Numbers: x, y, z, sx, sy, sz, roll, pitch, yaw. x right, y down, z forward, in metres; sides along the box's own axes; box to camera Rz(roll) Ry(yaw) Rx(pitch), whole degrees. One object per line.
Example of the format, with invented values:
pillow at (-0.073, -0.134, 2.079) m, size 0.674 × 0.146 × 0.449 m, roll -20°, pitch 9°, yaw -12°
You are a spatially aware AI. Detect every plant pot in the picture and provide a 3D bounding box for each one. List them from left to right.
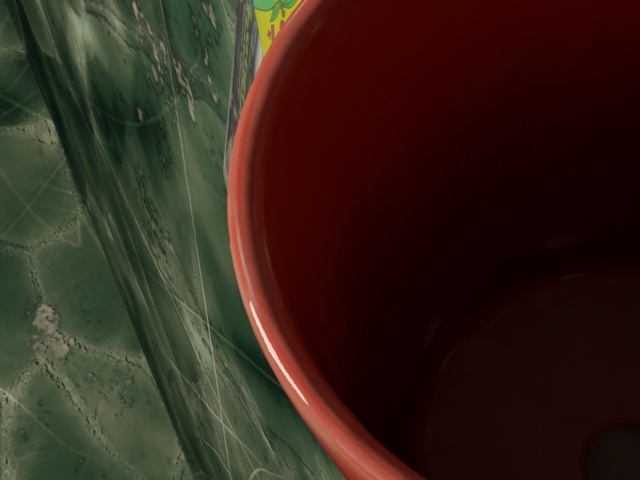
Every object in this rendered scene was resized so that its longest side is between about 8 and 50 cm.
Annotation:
plant pot at (0.119, 0.039, 0.545) m, size 0.243 × 0.275 × 0.275 m, roll 79°, pitch 164°, yaw -59°

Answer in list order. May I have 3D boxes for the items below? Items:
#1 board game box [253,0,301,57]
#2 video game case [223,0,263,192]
board game box at (-0.002, -0.137, 1.018) m, size 0.092 × 0.043 × 0.181 m, roll -9°, pitch 92°, yaw 62°
video game case at (-0.055, -0.107, 1.186) m, size 0.173 × 0.022 × 0.190 m, roll -109°, pitch 23°, yaw -63°
